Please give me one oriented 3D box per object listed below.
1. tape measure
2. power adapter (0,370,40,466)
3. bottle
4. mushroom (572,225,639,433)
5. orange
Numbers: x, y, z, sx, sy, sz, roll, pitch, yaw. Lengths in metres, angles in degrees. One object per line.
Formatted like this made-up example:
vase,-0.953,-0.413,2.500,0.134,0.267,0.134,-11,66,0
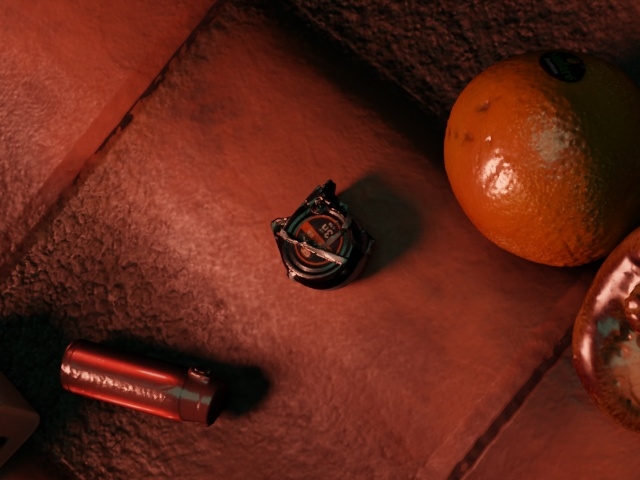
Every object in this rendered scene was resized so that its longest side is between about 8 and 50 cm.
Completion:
tape measure,0.000,0.002,1.891,0.091,0.054,0.094,-36,65,9
power adapter,-0.399,0.144,1.948,0.130,0.125,0.205,-45,69,5
bottle,-0.170,0.139,1.915,0.164,0.060,0.060,13,83,18
mushroom,0.331,0.069,1.724,0.231,0.194,0.138,-49,25,29
orange,0.209,-0.078,1.772,0.206,0.206,0.206,-3,78,17
